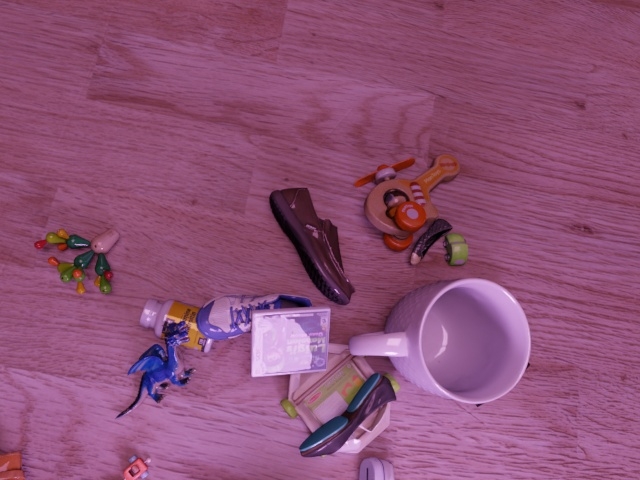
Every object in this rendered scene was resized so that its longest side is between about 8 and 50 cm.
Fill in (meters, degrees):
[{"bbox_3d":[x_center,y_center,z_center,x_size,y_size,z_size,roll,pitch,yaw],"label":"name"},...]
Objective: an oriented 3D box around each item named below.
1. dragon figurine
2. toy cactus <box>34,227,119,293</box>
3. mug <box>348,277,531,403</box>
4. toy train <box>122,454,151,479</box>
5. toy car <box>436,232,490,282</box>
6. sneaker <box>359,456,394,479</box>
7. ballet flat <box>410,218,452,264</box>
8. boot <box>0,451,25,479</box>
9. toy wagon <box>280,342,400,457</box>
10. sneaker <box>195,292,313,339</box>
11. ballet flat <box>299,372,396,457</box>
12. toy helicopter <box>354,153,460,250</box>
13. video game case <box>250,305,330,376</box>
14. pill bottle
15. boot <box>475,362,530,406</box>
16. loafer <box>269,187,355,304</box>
[{"bbox_3d":[-0.404,0.307,1.410,0.289,0.085,0.144,-33,103,14],"label":"dragon figurine"},{"bbox_3d":[-0.596,0.031,1.491,0.219,0.112,0.180,36,62,11],"label":"toy cactus"},{"bbox_3d":[0.252,0.238,1.418,0.375,0.328,0.275,-3,84,-15],"label":"mug"},{"bbox_3d":[-0.427,0.600,1.376,0.125,0.046,0.166,-34,82,-16],"label":"toy train"},{"bbox_3d":[0.391,0.082,1.644,0.239,0.053,0.224,-2,75,-10],"label":"toy car"},{"bbox_3d":[0.145,0.664,1.419,0.091,0.094,0.257,16,72,-31],"label":"sneaker"},{"bbox_3d":[0.309,0.004,1.649,0.049,0.057,0.173,29,67,30],"label":"ballet flat"},{"bbox_3d":[-0.792,0.601,1.292,0.284,0.109,0.220,-13,71,-3],"label":"boot"},{"bbox_3d":[0.026,0.367,1.502,0.267,0.068,0.344,-37,82,-17],"label":"toy wagon"},{"bbox_3d":[-0.156,0.171,1.441,0.297,0.131,0.111,-6,80,-36],"label":"sneaker"},{"bbox_3d":[0.080,0.442,1.406,0.280,0.095,0.096,-40,95,-17],"label":"ballet flat"},{"bbox_3d":[0.261,-0.154,1.673,0.355,0.140,0.235,-37,74,-27],"label":"toy helicopter"},{"bbox_3d":[-0.073,0.245,1.418,0.191,0.022,0.173,-2,109,-15],"label":"video game case"},{"bbox_3d":[-0.351,0.208,1.468,0.184,0.103,0.103,18,73,-4],"label":"pill bottle"},{"bbox_3d":[0.452,0.341,1.578,0.198,0.077,0.137,-32,77,-29],"label":"boot"},{"bbox_3d":[0.000,0.000,1.564,0.130,0.134,0.365,-28,81,-15],"label":"loafer"}]
